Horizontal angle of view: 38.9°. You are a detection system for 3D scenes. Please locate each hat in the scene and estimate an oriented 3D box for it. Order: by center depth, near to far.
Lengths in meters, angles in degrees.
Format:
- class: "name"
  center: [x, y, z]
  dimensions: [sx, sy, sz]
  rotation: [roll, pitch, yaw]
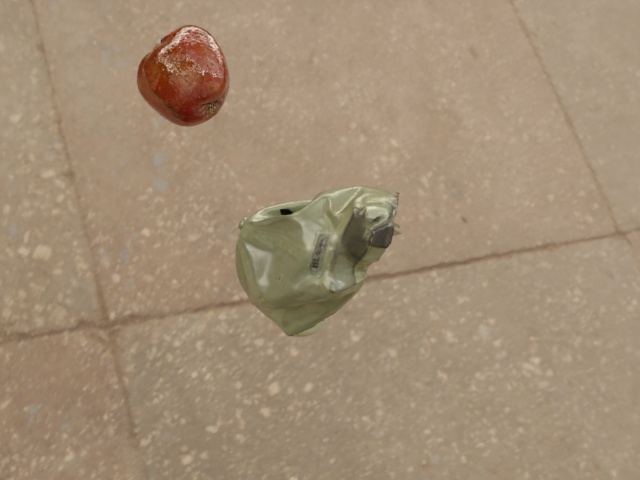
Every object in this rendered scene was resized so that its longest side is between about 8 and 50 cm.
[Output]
- class: "hat"
  center: [0.005, 0.003, 0.581]
  dimensions: [0.081, 0.122, 0.166]
  rotation: [45, 12, 11]

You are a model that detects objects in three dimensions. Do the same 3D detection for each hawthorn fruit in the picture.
- class: "hawthorn fruit"
  center: [-0.171, -0.210, 1.159]
  dimensions: [0.128, 0.128, 0.128]
  rotation: [13, 59, -23]
